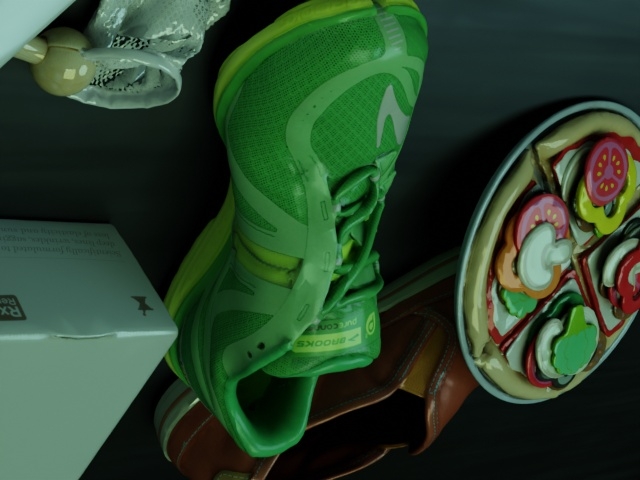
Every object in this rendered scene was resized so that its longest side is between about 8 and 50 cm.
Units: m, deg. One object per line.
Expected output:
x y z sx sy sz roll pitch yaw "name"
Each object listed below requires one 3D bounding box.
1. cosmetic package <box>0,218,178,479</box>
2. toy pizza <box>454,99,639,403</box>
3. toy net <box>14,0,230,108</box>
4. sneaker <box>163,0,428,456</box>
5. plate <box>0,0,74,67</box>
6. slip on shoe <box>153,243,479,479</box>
-0.183 0.095 0.685 0.117 0.085 0.231 3 132 -46 "cosmetic package"
0.162 0.012 0.854 0.201 0.032 0.201 -18 119 -37 "toy pizza"
-0.135 -0.048 0.563 0.232 0.045 0.122 -21 147 -20 "toy net"
0.000 0.000 0.681 0.109 0.123 0.295 -14 144 -29 "sneaker"
-0.104 -0.079 0.376 0.278 0.045 0.277 -46 -171 -20 "plate"
0.059 0.088 0.885 0.331 0.101 0.123 -22 146 -21 "slip on shoe"
